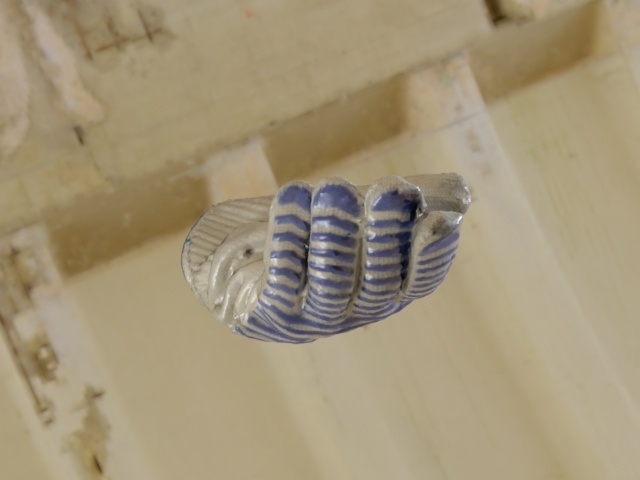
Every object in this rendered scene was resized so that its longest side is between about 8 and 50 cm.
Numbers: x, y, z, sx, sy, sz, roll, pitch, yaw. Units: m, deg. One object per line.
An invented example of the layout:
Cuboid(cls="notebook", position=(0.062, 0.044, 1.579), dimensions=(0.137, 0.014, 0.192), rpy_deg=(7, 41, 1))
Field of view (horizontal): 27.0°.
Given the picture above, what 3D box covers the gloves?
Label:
Cuboid(cls="gloves", position=(0.001, 0.005, 0.739), dimensions=(0.119, 0.097, 0.229), rpy_deg=(-42, -168, -27))
